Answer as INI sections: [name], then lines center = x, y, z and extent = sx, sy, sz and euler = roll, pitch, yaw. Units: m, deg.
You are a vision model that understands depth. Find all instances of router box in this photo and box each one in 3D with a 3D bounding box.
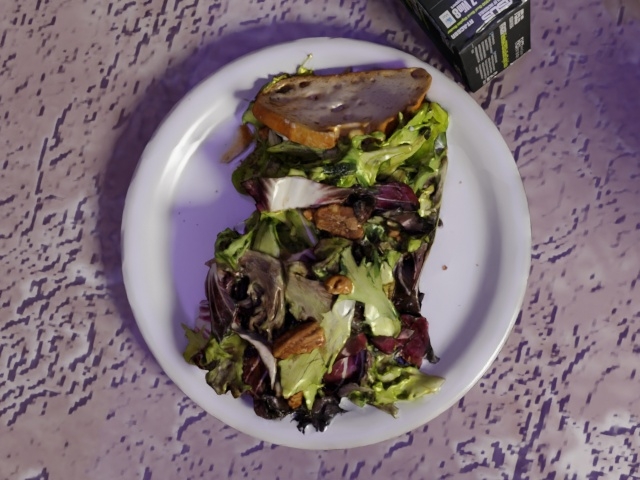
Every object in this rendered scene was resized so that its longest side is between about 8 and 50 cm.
[router box]
center = 0.052, -0.119, 0.565
extent = 0.038, 0.122, 0.092
euler = -38, 83, 7

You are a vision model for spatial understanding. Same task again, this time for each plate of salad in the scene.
[plate of salad]
center = 0.000, 0.000, 0.601
extent = 0.200, 0.048, 0.200
euler = 0, 87, 6
